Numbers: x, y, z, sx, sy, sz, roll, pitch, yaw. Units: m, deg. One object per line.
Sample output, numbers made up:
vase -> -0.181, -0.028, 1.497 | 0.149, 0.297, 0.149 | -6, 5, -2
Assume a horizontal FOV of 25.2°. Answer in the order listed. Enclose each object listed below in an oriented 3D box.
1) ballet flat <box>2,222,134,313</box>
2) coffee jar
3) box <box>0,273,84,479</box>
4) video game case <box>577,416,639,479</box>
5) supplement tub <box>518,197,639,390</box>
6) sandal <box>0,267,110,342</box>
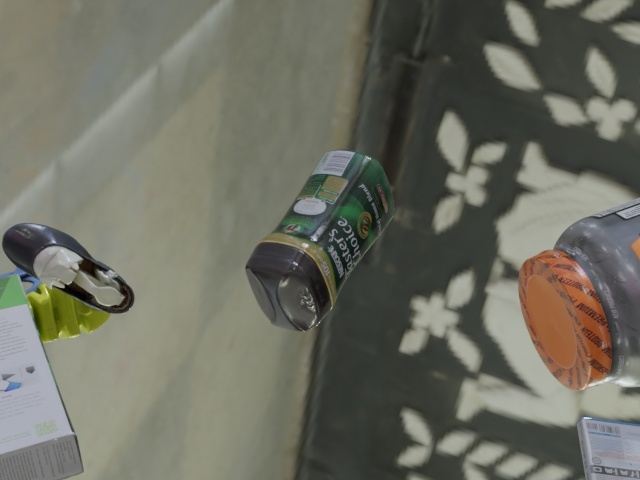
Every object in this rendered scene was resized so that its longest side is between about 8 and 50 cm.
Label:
ballet flat -> -0.312, 0.041, 1.821 | 0.203, 0.074, 0.074 | 36, 69, -41
coffee jar -> 0.000, 0.000, 1.420 | 0.184, 0.079, 0.096 | -55, 140, -36
box -> -0.386, 0.157, 1.447 | 0.322, 0.232, 0.058 | -125, -155, -55
video game case -> 0.314, 0.251, 1.378 | 0.015, 0.119, 0.166 | 116, -22, -48
supplement tub -> 0.388, 0.040, 1.558 | 0.316, 0.194, 0.194 | -20, 148, -14
sandal -> -0.438, 0.102, 1.930 | 0.317, 0.138, 0.126 | -18, 120, -37
